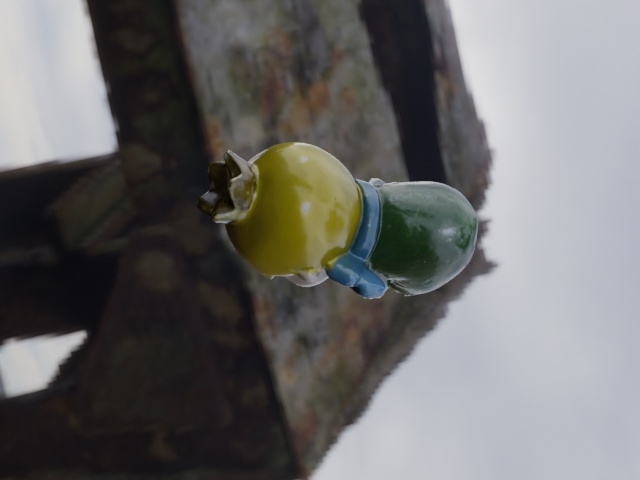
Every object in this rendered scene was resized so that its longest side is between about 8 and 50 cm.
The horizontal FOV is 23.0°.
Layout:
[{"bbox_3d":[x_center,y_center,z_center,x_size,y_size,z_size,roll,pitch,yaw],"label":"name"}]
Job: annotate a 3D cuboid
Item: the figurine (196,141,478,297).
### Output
[{"bbox_3d":[-0.002,-0.014,1.332,0.185,0.234,0.127,173,-83,-67],"label":"figurine"}]
